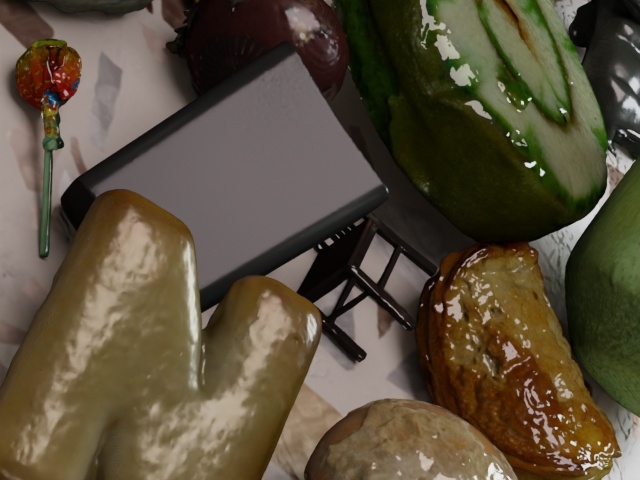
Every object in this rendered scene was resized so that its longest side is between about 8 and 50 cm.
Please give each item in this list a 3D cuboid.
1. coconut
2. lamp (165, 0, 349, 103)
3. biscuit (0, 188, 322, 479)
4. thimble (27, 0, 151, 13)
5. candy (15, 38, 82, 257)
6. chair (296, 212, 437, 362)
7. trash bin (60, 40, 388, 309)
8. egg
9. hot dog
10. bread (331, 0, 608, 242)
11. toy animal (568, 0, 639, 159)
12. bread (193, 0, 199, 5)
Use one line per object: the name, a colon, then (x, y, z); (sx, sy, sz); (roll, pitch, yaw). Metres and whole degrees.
coconut: (0.404, 0.031, 1.971); (0.281, 0.328, 0.328); (34, 29, 34)
lamp: (-0.046, -0.184, 1.816); (0.157, 0.156, 0.135); (46, 43, -10)
biscuit: (-0.134, 0.130, 1.527); (0.237, 0.062, 0.291); (35, 69, -25)
thimble: (-0.206, -0.359, 1.755); (0.291, 0.195, 0.291); (23, 51, -32)
candy: (-0.234, -0.080, 1.661); (0.060, 0.060, 0.201); (15, 63, -37)
chair: (0.000, 0.000, 1.799); (0.212, 0.084, 0.101); (43, 38, -13)
trash bin: (-0.086, -0.038, 1.667); (0.225, 0.115, 0.165); (-33, 90, -22)
egg: (0.081, 0.242, 1.633); (0.233, 0.195, 0.195); (62, 36, -28)
hot dog: (0.184, 0.134, 1.864); (0.175, 0.114, 0.259); (-1, 66, -49)
bread: (0.160, -0.177, 1.959); (0.366, 0.129, 0.382); (49, 28, -28)
toy animal: (0.365, -0.209, 2.257); (0.146, 0.114, 0.245); (34, 45, -23)
bread: (-0.076, -0.278, 1.926); (0.149, 0.065, 0.188); (11, 55, -45)
